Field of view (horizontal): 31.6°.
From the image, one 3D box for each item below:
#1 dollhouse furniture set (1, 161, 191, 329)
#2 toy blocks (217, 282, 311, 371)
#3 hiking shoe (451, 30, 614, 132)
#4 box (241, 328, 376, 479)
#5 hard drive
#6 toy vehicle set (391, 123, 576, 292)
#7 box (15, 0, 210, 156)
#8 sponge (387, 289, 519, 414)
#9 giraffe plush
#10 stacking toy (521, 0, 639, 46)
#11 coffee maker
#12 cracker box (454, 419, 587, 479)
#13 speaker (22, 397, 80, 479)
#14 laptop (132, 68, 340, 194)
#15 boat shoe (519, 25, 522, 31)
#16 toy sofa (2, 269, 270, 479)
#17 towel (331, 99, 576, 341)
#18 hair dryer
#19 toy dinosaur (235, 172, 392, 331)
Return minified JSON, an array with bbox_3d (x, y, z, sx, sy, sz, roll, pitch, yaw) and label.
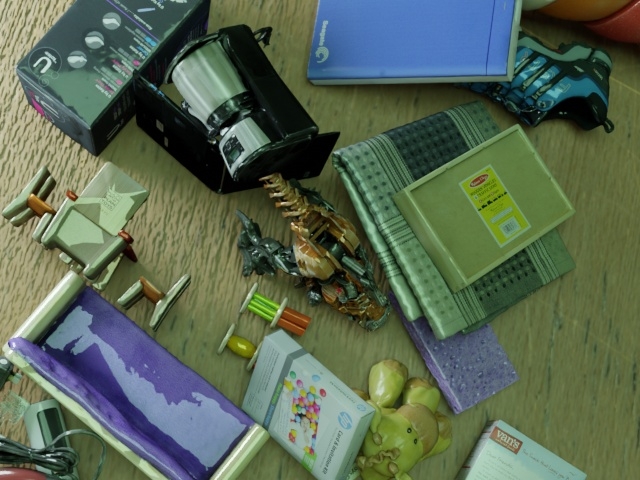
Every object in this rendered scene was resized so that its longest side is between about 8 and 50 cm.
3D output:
[{"bbox_3d":[-0.294,-0.010,1.562,0.262,0.259,0.135,37,80,0],"label":"dollhouse furniture set"},{"bbox_3d":[-0.059,0.148,1.661,0.148,0.054,0.123,29,83,-1],"label":"toy blocks"},{"bbox_3d":[0.313,-0.245,1.753,0.304,0.113,0.132,3,67,-7],"label":"hiking shoe"},{"bbox_3d":[-0.021,0.234,1.570,0.186,0.145,0.038,38,38,26],"label":"box"},{"bbox_3d":[0.143,-0.341,1.712,0.319,0.040,0.210,3,76,26],"label":"hard drive"},{"bbox_3d":[0.248,-0.052,1.676,0.267,0.035,0.166,-29,85,-35],"label":"toy vehicle set"},{"bbox_3d":[-0.300,-0.282,1.663,0.143,0.165,0.270,38,76,1],"label":"box"},{"bbox_3d":[0.200,0.144,1.699,0.117,0.031,0.210,-25,82,-25],"label":"sponge"},{"bbox_3d":[0.101,0.276,1.600,0.181,0.170,0.210,36,77,0],"label":"giraffe plush"},{"bbox_3d":[0.558,-0.405,1.769,0.480,0.350,0.350,31,76,-18],"label":"stacking toy"},{"bbox_3d":[-0.084,-0.182,1.453,0.171,0.120,0.178,-31,80,-19],"label":"coffee maker"},{"bbox_3d":[0.262,0.400,1.650,0.156,0.067,0.232,33,78,-1],"label":"cracker box"},{"bbox_3d":[-0.379,0.295,1.595,0.055,0.055,0.136,-15,81,-10],"label":"speaker"},{"bbox_3d":[-0.128,-0.162,1.626,0.264,0.234,0.136,41,76,2],"label":"laptop"},{"bbox_3d":[0.228,-0.334,1.796,0.184,0.066,0.063,-14,67,-7],"label":"boat shoe"},{"bbox_3d":[-0.254,0.212,1.566,0.362,0.177,0.150,39,77,2],"label":"toy sofa"},{"bbox_3d":[0.203,-0.033,1.699,0.312,0.056,0.324,-23,81,-34],"label":"towel"},{"bbox_3d":[-0.456,0.326,1.539,0.223,0.080,0.293,41,96,11],"label":"hair dryer"},{"bbox_3d":[0.000,0.000,1.612,0.164,0.218,0.322,-29,126,-27],"label":"toy dinosaur"}]
